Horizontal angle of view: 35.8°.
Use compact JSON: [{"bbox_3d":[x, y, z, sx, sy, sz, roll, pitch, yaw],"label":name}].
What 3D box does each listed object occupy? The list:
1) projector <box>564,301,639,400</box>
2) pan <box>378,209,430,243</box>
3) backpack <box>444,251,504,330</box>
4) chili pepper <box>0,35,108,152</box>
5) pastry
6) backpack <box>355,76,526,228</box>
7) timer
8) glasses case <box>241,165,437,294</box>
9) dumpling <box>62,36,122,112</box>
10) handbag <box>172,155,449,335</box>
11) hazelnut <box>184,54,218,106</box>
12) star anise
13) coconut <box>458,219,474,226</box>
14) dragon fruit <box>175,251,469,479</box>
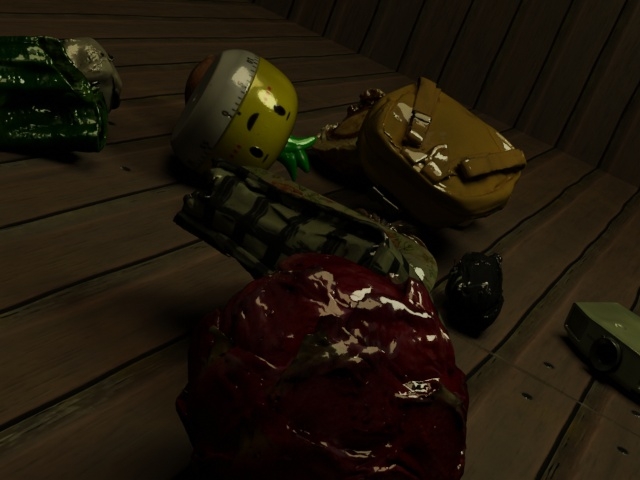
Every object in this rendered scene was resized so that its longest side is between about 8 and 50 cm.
[{"bbox_3d":[0.576,0.212,1.819,0.194,0.088,0.269,4,27,-38],"label":"projector"},{"bbox_3d":[0.179,-0.047,2.121,0.115,0.040,0.212,21,28,-2],"label":"pan"},{"bbox_3d":[0.276,0.092,1.785,0.106,0.120,0.165,5,16,16],"label":"backpack"},{"bbox_3d":[-0.550,-0.247,1.698,0.385,0.213,0.167,13,64,-15],"label":"chili pepper"},{"bbox_3d":[0.117,-0.221,2.305,0.256,0.237,0.170,33,-23,58],"label":"pastry"},{"bbox_3d":[0.224,-0.166,2.008,0.353,0.201,0.378,39,33,16],"label":"backpack"},{"bbox_3d":[-0.129,-0.216,1.943,0.285,0.285,0.285,20,21,-8],"label":"timer"},{"bbox_3d":[0.000,0.000,1.714,0.425,0.098,0.156,27,49,12],"label":"glasses case"},{"bbox_3d":[-0.489,-0.292,1.924,0.163,0.204,0.293,52,-17,-21],"label":"dumpling"},{"bbox_3d":[-0.009,0.048,1.378,0.327,0.162,0.325,33,-11,33],"label":"handbag"},{"bbox_3d":[-0.205,-0.304,2.153,0.214,0.176,0.214,60,16,-30],"label":"hazelnut"},{"bbox_3d":[0.112,0.005,1.871,0.229,0.093,0.236,-1,26,-36],"label":"star anise"},{"bbox_3d":[0.324,-0.148,2.270,0.237,0.236,0.197,24,-13,3],"label":"coconut"},{"bbox_3d":[0.004,0.178,1.032,0.329,0.329,0.329,20,21,-8],"label":"dragon fruit"}]
